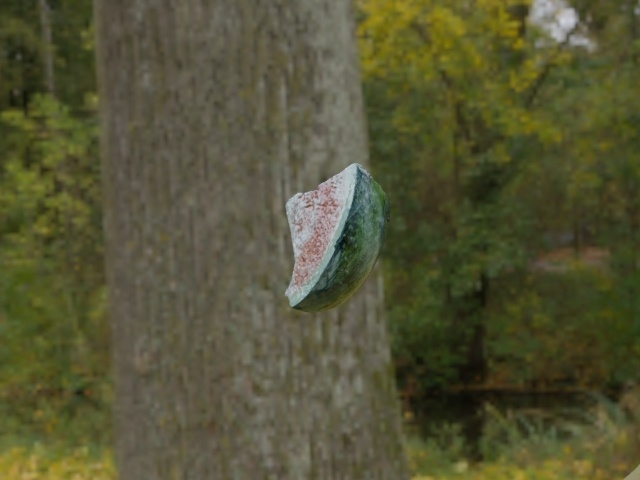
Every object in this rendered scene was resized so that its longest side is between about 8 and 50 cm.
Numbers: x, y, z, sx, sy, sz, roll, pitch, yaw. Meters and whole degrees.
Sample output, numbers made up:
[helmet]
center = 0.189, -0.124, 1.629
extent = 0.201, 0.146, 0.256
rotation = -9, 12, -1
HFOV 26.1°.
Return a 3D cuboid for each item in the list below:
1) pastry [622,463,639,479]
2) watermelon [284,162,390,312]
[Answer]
[pastry]
center = 0.282, 0.226, 0.600
extent = 0.312, 0.389, 0.388
rotation = -22, 10, -26
[watermelon]
center = 0.000, 0.000, 0.760
extent = 0.061, 0.085, 0.085
rotation = 32, 17, 25
